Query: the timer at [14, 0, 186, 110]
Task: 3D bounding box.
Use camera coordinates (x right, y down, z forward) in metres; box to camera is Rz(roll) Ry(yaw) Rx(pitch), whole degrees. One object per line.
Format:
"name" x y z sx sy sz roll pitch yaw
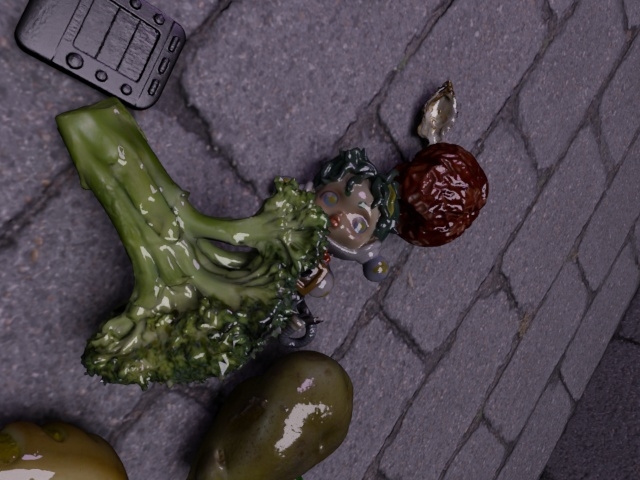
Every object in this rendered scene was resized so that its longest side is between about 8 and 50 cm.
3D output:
"timer" -0.299 -0.282 0.653 0.187 0.055 0.144 26 83 -34

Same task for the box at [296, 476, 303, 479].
"box" -0.066 0.642 1.066 0.132 0.034 0.235 -34 119 -26

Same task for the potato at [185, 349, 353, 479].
"potato" -0.090 0.350 0.862 0.351 0.218 0.202 -36 94 -22

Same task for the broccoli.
"broccoli" -0.234 0.030 0.668 0.397 0.275 0.353 29 76 -12

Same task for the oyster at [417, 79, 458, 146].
"oyster" 0.264 -0.291 1.069 0.103 0.051 0.148 27 100 -41

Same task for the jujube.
"jujube" 0.249 -0.100 1.005 0.232 0.213 0.212 -38 121 -34

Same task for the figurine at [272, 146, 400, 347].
"figurine" -0.002 -0.003 0.865 0.261 0.186 0.382 44 79 -13

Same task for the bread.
"bread" -0.437 0.392 0.647 0.333 0.160 0.332 -11 108 -37
